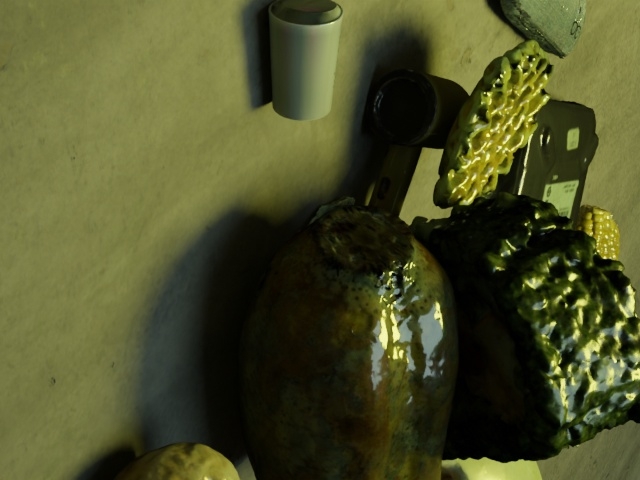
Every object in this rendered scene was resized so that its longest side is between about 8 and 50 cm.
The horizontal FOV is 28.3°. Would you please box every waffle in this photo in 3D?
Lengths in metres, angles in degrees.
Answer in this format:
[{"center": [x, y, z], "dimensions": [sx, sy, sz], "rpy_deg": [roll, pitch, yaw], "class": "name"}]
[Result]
[{"center": [0.207, -0.141, 1.529], "dimensions": [0.204, 0.054, 0.223], "rpy_deg": [-14, 131, -59], "class": "waffle"}]

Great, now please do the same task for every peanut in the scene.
[{"center": [-0.171, 0.292, 1.224], "dimensions": [0.224, 0.129, 0.129], "rpy_deg": [-44, 142, -27], "class": "peanut"}]

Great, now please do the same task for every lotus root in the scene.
[{"center": [0.027, 0.133, 1.363], "dimensions": [0.250, 0.250, 0.346], "rpy_deg": [-39, 142, -46], "class": "lotus root"}]

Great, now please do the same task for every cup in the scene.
[{"center": [-0.015, -0.193, 1.290], "dimensions": [0.104, 0.074, 0.116], "rpy_deg": [-83, 176, -56], "class": "cup"}]

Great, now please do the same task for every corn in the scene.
[{"center": [0.455, 0.109, 2.244], "dimensions": [0.130, 0.130, 0.347], "rpy_deg": [-5, 106, -60], "class": "corn"}]

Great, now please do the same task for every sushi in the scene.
[{"center": [0.202, 0.096, 1.447], "dimensions": [0.178, 0.352, 0.294], "rpy_deg": [-19, 92, -27], "class": "sushi"}]

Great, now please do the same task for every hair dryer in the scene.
[{"center": [0.093, -0.069, 1.546], "dimensions": [0.135, 0.090, 0.278], "rpy_deg": [-3, 115, -63], "class": "hair dryer"}]

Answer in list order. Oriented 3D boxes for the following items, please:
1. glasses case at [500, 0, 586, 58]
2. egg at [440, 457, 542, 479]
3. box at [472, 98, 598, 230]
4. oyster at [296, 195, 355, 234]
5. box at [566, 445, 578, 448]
[{"center": [0.316, -0.339, 1.792], "dimensions": [0.282, 0.067, 0.109], "rpy_deg": [19, 87, -64], "class": "glasses case"}, {"center": [0.164, 0.347, 1.695], "dimensions": [0.336, 0.278, 0.278], "rpy_deg": [7, 100, -66], "class": "egg"}, {"center": [0.324, -0.047, 1.952], "dimensions": [0.359, 0.091, 0.350], "rpy_deg": [-8, 113, -62], "class": "box"}, {"center": [0.000, -0.001, 1.467], "dimensions": [0.100, 0.037, 0.098], "rpy_deg": [-5, 92, -39], "class": "oyster"}, {"center": [0.268, 0.205, 1.851], "dimensions": [0.225, 0.225, 0.117], "rpy_deg": [37, 73, -61], "class": "box"}]
